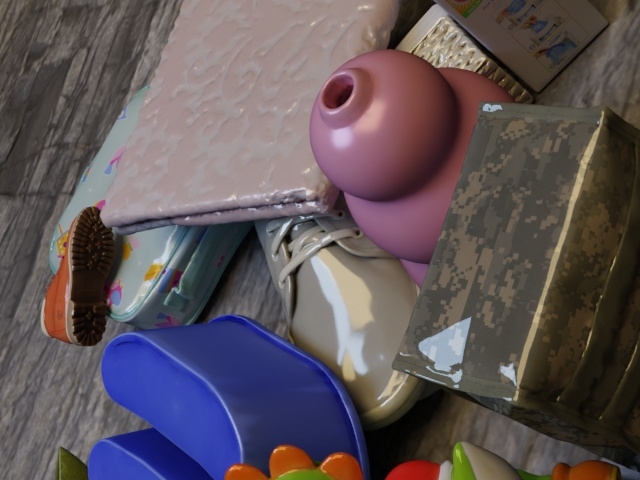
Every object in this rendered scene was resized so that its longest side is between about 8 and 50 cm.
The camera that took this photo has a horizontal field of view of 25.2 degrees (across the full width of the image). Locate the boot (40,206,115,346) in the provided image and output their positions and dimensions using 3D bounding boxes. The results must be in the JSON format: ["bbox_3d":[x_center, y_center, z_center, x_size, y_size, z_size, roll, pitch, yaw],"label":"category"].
[{"bbox_3d":[-0.281,0.039,1.621,0.084,0.059,0.158,-1,80,47],"label":"boot"}]

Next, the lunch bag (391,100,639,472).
[{"bbox_3d":[0.231,0.051,1.149,0.169,0.287,0.235,11,79,51],"label":"lunch bag"}]

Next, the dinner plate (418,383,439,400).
[{"bbox_3d":[0.091,0.094,1.441,0.141,0.017,0.141,-21,54,31],"label":"dinner plate"}]

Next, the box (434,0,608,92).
[{"bbox_3d":[0.174,-0.257,1.422,0.103,0.203,0.114,-45,46,13],"label":"box"}]

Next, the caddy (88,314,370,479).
[{"bbox_3d":[-0.084,0.212,1.410,0.341,0.179,0.241,27,113,50],"label":"caddy"}]

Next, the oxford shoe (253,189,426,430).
[{"bbox_3d":[0.000,0.000,1.479,0.169,0.130,0.449,-34,47,22],"label":"oxford shoe"}]

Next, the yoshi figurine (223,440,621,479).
[{"bbox_3d":[0.070,0.281,1.197,0.362,0.203,0.203,0,74,12],"label":"yoshi figurine"}]

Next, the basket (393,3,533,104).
[{"bbox_3d":[0.120,-0.135,1.470,0.167,0.113,0.103,-49,47,10],"label":"basket"}]

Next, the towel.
[{"bbox_3d":[-0.066,-0.158,1.514,0.317,0.053,0.332,-7,55,39],"label":"towel"}]

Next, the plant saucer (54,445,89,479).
[{"bbox_3d":[-0.263,0.344,1.542,0.188,0.045,0.188,110,157,-53],"label":"plant saucer"}]

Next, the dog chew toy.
[{"bbox_3d":[0.114,-0.059,1.275,0.206,0.332,0.207,-21,55,33],"label":"dog chew toy"}]

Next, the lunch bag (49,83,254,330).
[{"bbox_3d":[-0.184,-0.028,1.682,0.224,0.108,0.279,30,91,40],"label":"lunch bag"}]
